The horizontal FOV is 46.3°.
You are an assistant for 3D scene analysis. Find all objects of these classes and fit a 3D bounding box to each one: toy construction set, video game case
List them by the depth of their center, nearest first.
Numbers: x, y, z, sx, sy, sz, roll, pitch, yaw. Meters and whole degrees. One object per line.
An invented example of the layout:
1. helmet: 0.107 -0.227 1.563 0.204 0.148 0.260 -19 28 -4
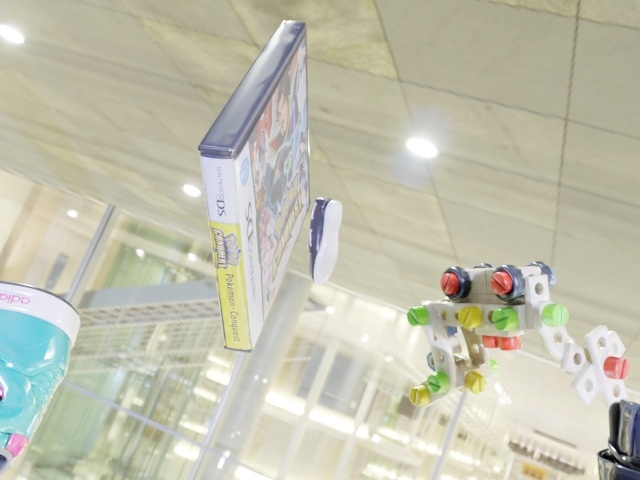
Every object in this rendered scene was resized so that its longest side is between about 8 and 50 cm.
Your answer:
1. video game case: -0.057 -0.063 0.800 0.035 0.275 0.248 7 129 11
2. toy construction set: 0.251 0.138 1.035 0.327 0.215 0.151 -6 179 44

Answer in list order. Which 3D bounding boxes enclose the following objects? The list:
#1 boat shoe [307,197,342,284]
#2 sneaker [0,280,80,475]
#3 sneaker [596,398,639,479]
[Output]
1. boat shoe: 0.000 0.000 1.082 0.038 0.125 0.046 17 -164 35
2. sneaker: -0.347 0.127 0.567 0.295 0.179 0.124 0 143 0
3. sneaker: 0.206 0.206 0.561 0.226 0.164 0.086 -5 -173 -16
